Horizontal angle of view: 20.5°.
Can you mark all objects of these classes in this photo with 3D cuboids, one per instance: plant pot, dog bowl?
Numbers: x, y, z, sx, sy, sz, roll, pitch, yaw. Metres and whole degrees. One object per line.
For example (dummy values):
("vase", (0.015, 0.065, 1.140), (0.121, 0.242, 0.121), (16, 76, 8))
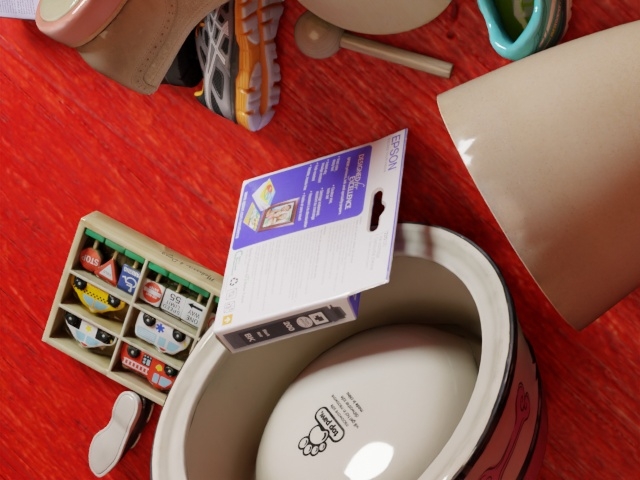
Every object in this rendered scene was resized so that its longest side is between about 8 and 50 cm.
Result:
("plant pot", (0.289, -0.094, 1.615), (0.274, 0.256, 0.256), (-31, 93, 12))
("dog bowl", (0.041, 0.185, 1.733), (0.408, 0.408, 0.150), (-17, 135, 27))

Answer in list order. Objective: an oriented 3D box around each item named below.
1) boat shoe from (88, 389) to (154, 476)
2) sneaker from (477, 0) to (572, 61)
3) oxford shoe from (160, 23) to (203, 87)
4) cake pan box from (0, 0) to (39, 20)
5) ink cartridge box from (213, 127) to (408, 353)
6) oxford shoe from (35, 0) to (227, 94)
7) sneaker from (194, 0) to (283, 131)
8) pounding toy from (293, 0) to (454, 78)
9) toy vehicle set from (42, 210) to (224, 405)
("boat shoe", (-0.229, 0.221, 2.044), (0.046, 0.038, 0.125), (41, 118, 29))
("sneaker", (0.177, -0.300, 1.656), (0.107, 0.110, 0.275), (-8, 102, 26))
("oxford shoe", (-0.181, -0.272, 1.841), (0.096, 0.083, 0.227), (7, 108, 27))
("cake pan box", (-0.284, -0.358, 1.823), (0.246, 0.070, 0.266), (8, 109, 41))
("ink cartridge box", (0.000, 0.000, 1.787), (0.208, 0.206, 0.045), (-17, 134, 29))
("oxford shoe", (-0.108, -0.323, 1.719), (0.146, 0.140, 0.397), (41, 85, -33))
("sneaker", (-0.090, -0.221, 1.818), (0.083, 0.084, 0.214), (16, 111, 29))
("pounding toy", (0.056, -0.285, 1.735), (0.183, 0.110, 0.237), (8, 139, 10))
("toy vehicle set", (-0.172, 0.098, 1.980), (0.267, 0.035, 0.166), (27, 115, 14))
